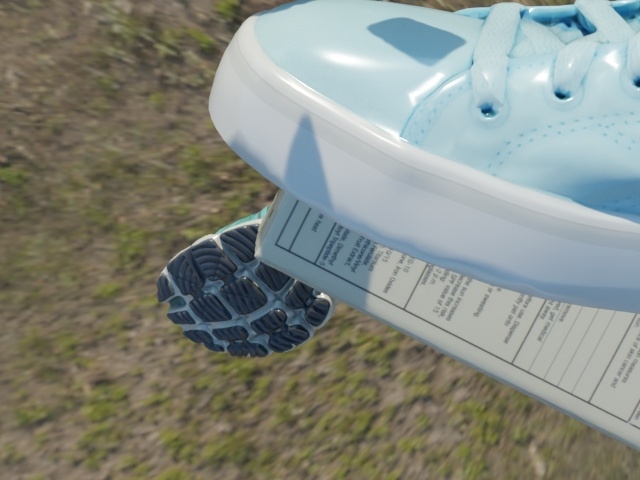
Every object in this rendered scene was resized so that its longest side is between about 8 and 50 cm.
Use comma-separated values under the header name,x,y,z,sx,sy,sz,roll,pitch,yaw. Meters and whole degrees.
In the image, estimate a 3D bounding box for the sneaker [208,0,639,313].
name,x,y,z,sx,sy,sz,roll,pitch,yaw
sneaker,0.151,-0.055,0.597,0.366,0.135,0.150,12,113,-1

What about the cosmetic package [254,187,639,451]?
name,x,y,z,sx,sy,sz,roll,pitch,yaw
cosmetic package,0.121,0.006,1.095,0.296,0.129,0.153,28,94,-4

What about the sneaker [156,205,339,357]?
name,x,y,z,sx,sy,sz,roll,pitch,yaw
sneaker,0.000,0.000,1.319,0.275,0.110,0.107,-28,104,26
